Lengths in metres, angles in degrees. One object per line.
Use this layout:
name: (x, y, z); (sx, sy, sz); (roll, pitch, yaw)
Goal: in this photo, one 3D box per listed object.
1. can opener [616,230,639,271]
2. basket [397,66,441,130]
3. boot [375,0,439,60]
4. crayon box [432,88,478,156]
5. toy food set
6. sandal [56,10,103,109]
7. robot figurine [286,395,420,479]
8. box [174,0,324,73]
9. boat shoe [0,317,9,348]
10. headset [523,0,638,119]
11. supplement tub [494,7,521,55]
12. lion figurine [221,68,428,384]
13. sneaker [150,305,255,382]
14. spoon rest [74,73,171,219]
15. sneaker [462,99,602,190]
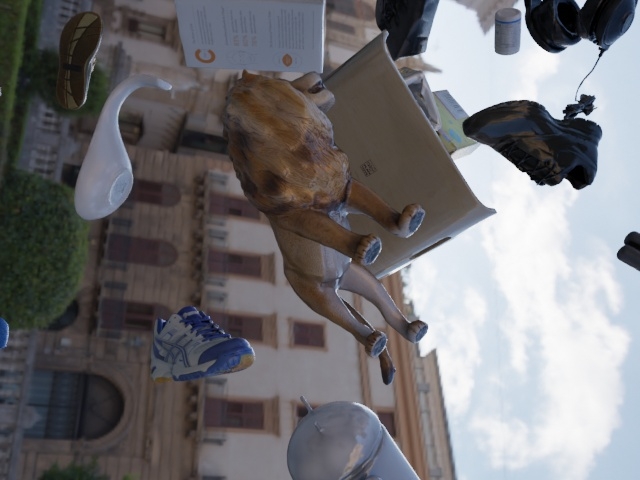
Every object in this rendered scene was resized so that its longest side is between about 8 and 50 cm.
can opener: (0.754, 0.068, 1.434); (0.076, 0.283, 0.095); (-55, 167, -17)
basket: (0.112, -0.227, 1.257); (0.103, 0.167, 0.113); (-115, 180, -62)
boot: (0.197, -0.647, 1.550); (0.445, 0.146, 0.367); (68, 20, -83)
crayon box: (0.329, -0.319, 1.976); (0.081, 0.318, 0.202); (-43, -101, 32)
toy food set: (0.089, -0.115, 1.034); (0.220, 0.092, 0.306); (-32, -89, 32)
sandal: (-0.438, -0.328, 1.288); (0.049, 0.072, 0.180); (-65, 171, -76)
robot figurine: (0.069, 0.457, 1.367); (0.353, 0.200, 0.300); (57, -18, -15)
box: (-0.160, -0.548, 1.717); (0.215, 0.345, 0.168); (92, 2, -56)
boat shoe: (-0.644, 0.144, 1.143); (0.089, 0.258, 0.109); (-15, -125, 34)
headset: (0.558, -0.475, 1.545); (0.243, 0.185, 0.394); (9, -60, 47)
supplement tub: (0.498, -0.555, 1.876); (0.071, 0.071, 0.107); (-107, -175, -50)
lion figurine: (0.000, 0.000, 0.833); (0.240, 0.142, 0.392); (30, -37, 31)
sneaker: (-0.223, 0.177, 1.230); (0.296, 0.112, 0.131); (-16, -103, 48)
spoon rest: (-0.354, -0.163, 1.226); (0.276, 0.084, 0.137); (-65, 168, 4)
sneaker: (0.383, -0.164, 1.251); (0.109, 0.286, 0.130); (145, -49, -66)
